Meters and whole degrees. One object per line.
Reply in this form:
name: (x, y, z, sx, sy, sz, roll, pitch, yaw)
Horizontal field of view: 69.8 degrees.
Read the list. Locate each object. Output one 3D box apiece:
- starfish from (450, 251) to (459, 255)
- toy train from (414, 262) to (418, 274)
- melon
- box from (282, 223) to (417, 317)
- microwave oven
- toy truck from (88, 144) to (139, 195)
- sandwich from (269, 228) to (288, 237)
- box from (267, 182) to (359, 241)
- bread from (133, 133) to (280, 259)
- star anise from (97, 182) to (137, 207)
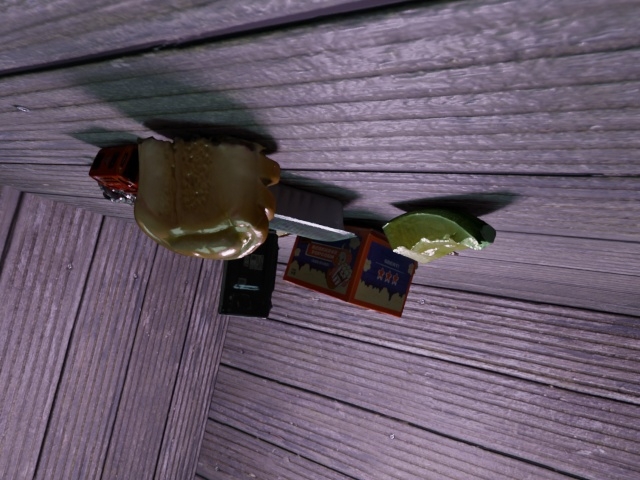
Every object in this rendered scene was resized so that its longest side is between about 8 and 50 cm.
starfish: (0.383, 0.024, 1.658, 0.240, 0.043, 0.227, 14, 178, 33)
toy train: (0.255, 0.107, 1.937, 0.369, 0.150, 0.237, -11, 163, 39)
melon: (0.317, -0.021, 1.164, 0.196, 0.124, 0.323, 14, 166, -24)
box: (0.113, 0.095, 1.673, 0.319, 0.256, 0.349, 24, 172, -42)
microwave oven: (-0.248, 0.115, 1.592, 0.181, 0.295, 0.237, 8, 172, -13)
toy truck: (-0.495, -0.184, 1.190, 0.253, 0.107, 0.114, 6, 163, 43)
sandwich: (-0.224, -0.078, 1.618, 0.271, 0.099, 0.301, 10, 171, -25)
box: (-0.071, -0.084, 1.320, 0.337, 0.106, 0.264, 14, 171, -17)
bread: (-0.235, -0.090, 0.992, 0.316, 0.270, 0.211, 3, -176, 17)
star anise: (-0.581, -0.152, 1.520, 0.332, 0.117, 0.332, 10, 178, 0)
